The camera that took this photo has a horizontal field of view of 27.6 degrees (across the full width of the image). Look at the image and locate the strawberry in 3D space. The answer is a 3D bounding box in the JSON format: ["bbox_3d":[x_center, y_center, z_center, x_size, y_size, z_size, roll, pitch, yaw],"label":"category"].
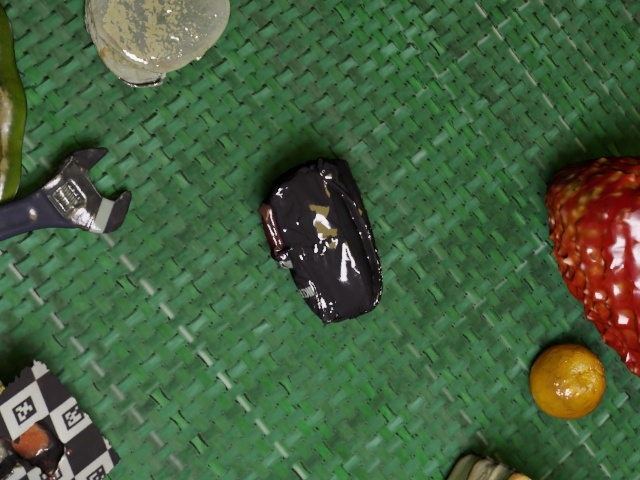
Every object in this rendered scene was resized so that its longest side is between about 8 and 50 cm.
[{"bbox_3d":[0.398,0.040,1.337,0.343,0.292,0.292,32,80,-16],"label":"strawberry"}]

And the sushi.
[{"bbox_3d":[-0.326,0.248,1.201,0.279,0.043,0.192,-50,138,-21],"label":"sushi"}]

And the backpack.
[{"bbox_3d":[0.000,0.002,1.311,0.106,0.120,0.165,-17,93,6],"label":"backpack"}]

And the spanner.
[{"bbox_3d":[-0.325,-0.015,1.224,0.316,0.024,0.087,-18,107,-27],"label":"spanner"}]

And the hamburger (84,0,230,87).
[{"bbox_3d":[-0.165,-0.228,1.294,0.140,0.062,0.133,-46,104,-15],"label":"hamburger"}]

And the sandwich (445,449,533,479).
[{"bbox_3d":[0.203,0.364,1.336,0.227,0.155,0.198,37,81,-12],"label":"sandwich"}]

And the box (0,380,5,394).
[{"bbox_3d":[-0.318,0.154,1.225,0.054,0.083,0.024,-34,86,-14],"label":"box"}]

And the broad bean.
[{"bbox_3d":[-0.315,-0.144,1.258,0.060,0.043,0.297,-8,92,-6],"label":"broad bean"}]

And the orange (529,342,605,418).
[{"bbox_3d":[0.265,0.152,1.402,0.083,0.070,0.083,4,75,-16],"label":"orange"}]
